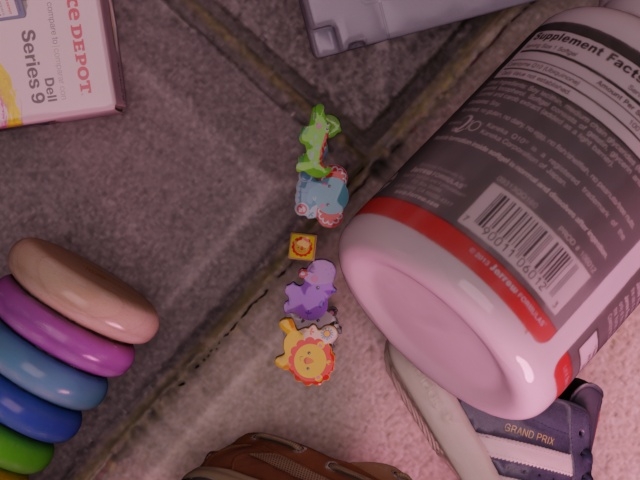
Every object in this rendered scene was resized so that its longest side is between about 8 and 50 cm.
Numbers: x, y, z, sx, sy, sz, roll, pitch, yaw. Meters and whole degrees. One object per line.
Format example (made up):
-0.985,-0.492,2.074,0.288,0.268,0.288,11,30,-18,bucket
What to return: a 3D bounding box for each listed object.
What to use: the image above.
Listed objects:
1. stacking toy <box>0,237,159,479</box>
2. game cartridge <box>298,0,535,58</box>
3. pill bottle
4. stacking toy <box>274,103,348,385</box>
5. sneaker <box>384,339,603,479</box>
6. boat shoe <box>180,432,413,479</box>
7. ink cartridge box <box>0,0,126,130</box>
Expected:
-0.272,0.169,1.452,0.141,0.141,0.330,30,93,-2,stacking toy
0.111,-0.283,1.447,0.294,0.060,0.196,-15,102,-6,game cartridge
0.203,-0.052,1.367,0.210,0.210,0.363,45,72,-3,pill bottle
0.000,0.000,1.429,0.052,0.167,0.221,6,93,0,stacking toy
0.196,0.202,1.457,0.148,0.131,0.350,-29,91,-6,sneaker
0.037,0.234,1.425,0.324,0.120,0.122,19,134,23,boat shoe
-0.280,-0.169,1.455,0.212,0.093,0.154,-8,93,-1,ink cartridge box
